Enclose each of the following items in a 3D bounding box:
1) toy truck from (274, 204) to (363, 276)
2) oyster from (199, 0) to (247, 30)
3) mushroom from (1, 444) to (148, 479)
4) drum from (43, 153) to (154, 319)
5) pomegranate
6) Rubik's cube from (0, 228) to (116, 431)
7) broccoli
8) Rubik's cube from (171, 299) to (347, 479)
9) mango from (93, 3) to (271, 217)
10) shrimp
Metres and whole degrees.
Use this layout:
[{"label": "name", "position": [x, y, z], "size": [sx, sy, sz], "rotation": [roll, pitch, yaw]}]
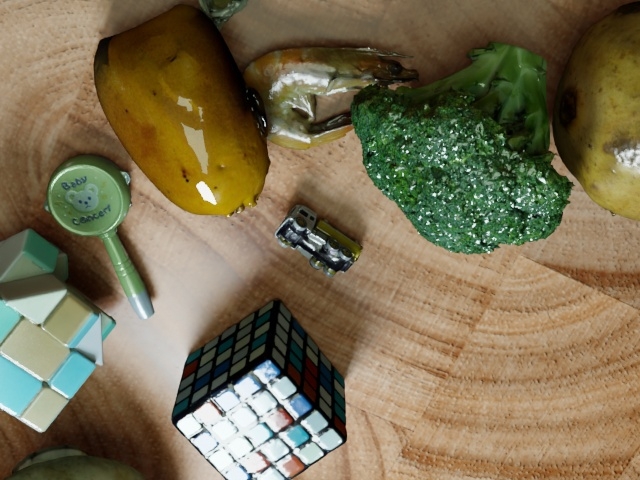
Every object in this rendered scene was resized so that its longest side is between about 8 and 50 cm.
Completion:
[{"label": "toy truck", "position": [0.000, 0.000, 1.502], "size": [0.123, 0.063, 0.052], "rotation": [34, 129, -11]}, {"label": "oyster", "position": [-0.123, -0.338, 1.393], "size": [0.100, 0.037, 0.098], "rotation": [-36, 127, -8]}, {"label": "mushroom", "position": [-0.383, 0.455, 1.571], "size": [0.352, 0.260, 0.352], "rotation": [-15, 142, -12]}, {"label": "drum", "position": [-0.284, -0.013, 1.504], "size": [0.130, 0.049, 0.253], "rotation": [-34, 107, 13]}, {"label": "pomegranate", "position": [0.425, -0.165, 1.321], "size": [0.281, 0.281, 0.281], "rotation": [0, 111, 0]}, {"label": "Rubik's cube", "position": [-0.407, 0.113, 1.472], "size": [0.224, 0.265, 0.213], "rotation": [42, 81, -33]}, {"label": "broccoli", "position": [0.186, -0.122, 1.339], "size": [0.308, 0.308, 0.275], "rotation": [20, 88, -7]}, {"label": "Rubik's cube", "position": [-0.084, 0.231, 1.526], "size": [0.184, 0.187, 0.182], "rotation": [-34, 107, 14]}, {"label": "mango", "position": [-0.177, -0.158, 1.392], "size": [0.201, 0.153, 0.287], "rotation": [-26, 99, 48]}, {"label": "shrimp", "position": [0.010, -0.199, 1.428], "size": [0.249, 0.068, 0.150], "rotation": [-10, 123, 10]}]
